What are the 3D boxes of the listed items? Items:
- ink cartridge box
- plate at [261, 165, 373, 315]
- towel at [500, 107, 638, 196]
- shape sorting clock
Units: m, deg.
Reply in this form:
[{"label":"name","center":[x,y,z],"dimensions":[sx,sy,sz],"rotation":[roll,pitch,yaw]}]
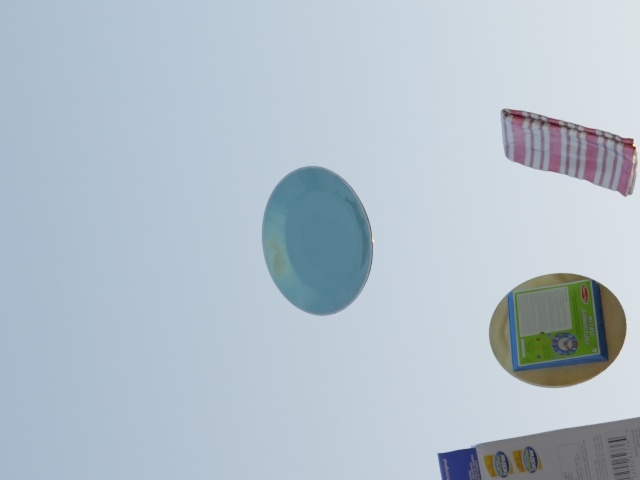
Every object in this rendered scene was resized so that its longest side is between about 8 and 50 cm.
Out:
[{"label":"ink cartridge box","center":[0.311,0.334,1.909],"dimensions":[0.065,0.311,0.186],"rotation":[123,138,-81]},{"label":"plate","center":[0.000,0.000,1.866],"dimensions":[0.024,0.188,0.188],"rotation":[-7,-101,-47]},{"label":"towel","center":[0.345,-0.124,2.088],"dimensions":[0.144,0.197,0.029],"rotation":[68,-139,-65]},{"label":"shape sorting clock","center":[0.355,0.134,2.241],"dimensions":[0.040,0.206,0.206],"rotation":[64,-154,-47]}]
